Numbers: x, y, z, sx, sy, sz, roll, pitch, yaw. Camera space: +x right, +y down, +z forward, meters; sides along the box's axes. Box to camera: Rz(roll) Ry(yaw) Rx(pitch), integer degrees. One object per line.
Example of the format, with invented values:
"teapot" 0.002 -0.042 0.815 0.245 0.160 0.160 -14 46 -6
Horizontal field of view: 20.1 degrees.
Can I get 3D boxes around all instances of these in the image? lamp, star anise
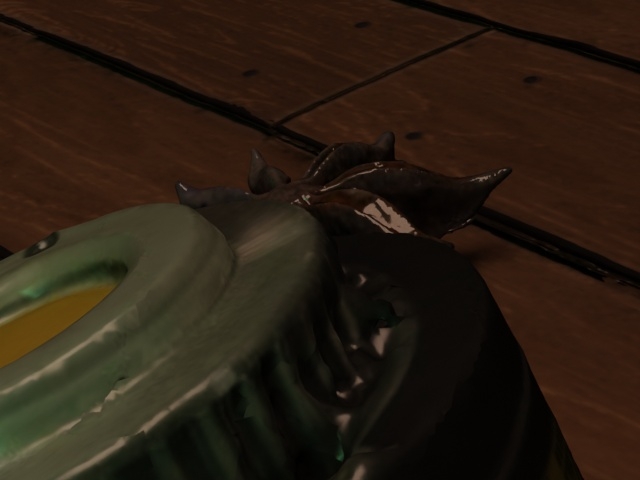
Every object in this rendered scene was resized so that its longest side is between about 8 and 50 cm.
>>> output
"lamp" -0.005 0.127 0.428 0.374 0.272 0.205 5 33 26
"star anise" 0.000 0.000 0.891 0.180 0.061 0.204 -6 24 19
